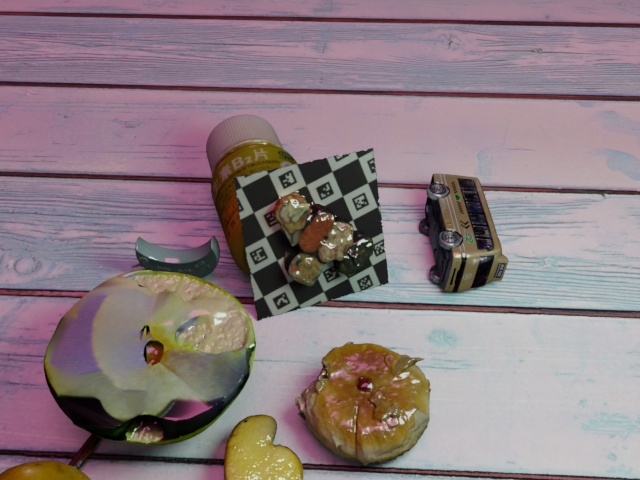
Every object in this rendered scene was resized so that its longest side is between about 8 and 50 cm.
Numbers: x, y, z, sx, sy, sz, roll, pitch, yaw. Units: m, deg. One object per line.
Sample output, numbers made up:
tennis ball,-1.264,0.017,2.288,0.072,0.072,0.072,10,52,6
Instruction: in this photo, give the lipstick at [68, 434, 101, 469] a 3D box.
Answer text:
lipstick,-0.461,0.418,1.468,0.027,0.027,0.176,18,48,17

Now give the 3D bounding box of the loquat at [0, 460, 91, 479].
loquat,-0.491,0.469,1.309,0.246,0.214,0.213,24,51,35

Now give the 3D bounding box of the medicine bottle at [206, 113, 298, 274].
medicine bottle,-0.144,-0.115,1.830,0.224,0.224,0.384,-13,47,-11

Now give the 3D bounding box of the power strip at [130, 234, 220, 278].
power strip,-0.331,0.040,1.745,0.215,0.137,0.044,-3,53,5

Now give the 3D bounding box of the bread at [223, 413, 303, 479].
bread,-0.107,0.419,1.444,0.149,0.065,0.188,8,44,-7

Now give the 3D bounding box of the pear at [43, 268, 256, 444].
pear,-0.321,0.253,1.525,0.398,0.165,0.399,0,47,0

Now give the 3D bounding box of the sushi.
sushi,0.000,0.000,1.645,0.319,0.340,0.069,-13,23,-14

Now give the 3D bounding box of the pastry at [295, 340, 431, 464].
pastry,0.094,0.310,1.495,0.235,0.121,0.257,27,54,24

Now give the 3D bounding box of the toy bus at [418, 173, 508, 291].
toy bus,0.327,-0.019,1.793,0.157,0.140,0.290,0,43,-5
